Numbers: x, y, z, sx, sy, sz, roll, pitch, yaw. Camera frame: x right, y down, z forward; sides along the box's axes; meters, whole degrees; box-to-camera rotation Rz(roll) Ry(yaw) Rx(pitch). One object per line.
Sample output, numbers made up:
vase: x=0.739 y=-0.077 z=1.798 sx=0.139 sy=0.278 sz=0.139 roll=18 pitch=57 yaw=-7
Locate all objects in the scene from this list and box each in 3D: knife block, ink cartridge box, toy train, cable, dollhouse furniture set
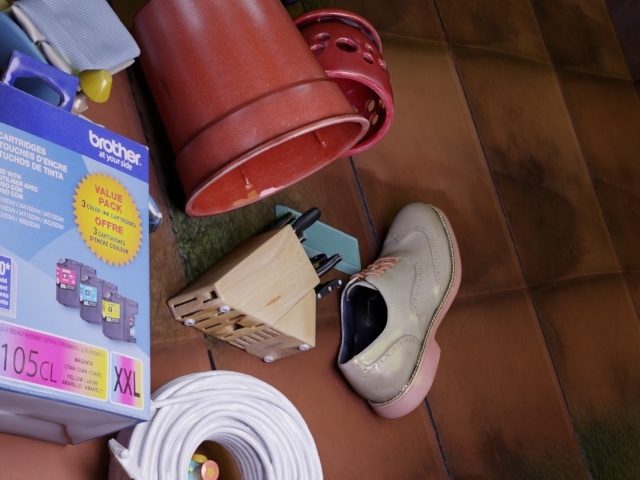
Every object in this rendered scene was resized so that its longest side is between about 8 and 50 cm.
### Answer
knife block: x=-0.080 y=0.030 z=1.868 sx=0.276 sy=0.088 sz=0.242 roll=29 pitch=49 yaw=-44
ink cartridge box: x=-0.323 y=-0.002 z=1.465 sx=0.270 sy=0.151 sz=0.395 roll=23 pitch=55 yaw=-48
toy train: x=-0.139 y=0.331 z=1.642 sx=0.166 sy=0.046 sz=0.125 roll=62 pitch=32 yaw=-9
cable: x=-0.121 y=0.281 z=1.593 sx=0.257 sy=0.089 sz=0.257 roll=-21 pitch=86 yaw=-37
dollhouse furniture set: x=-0.277 y=-0.335 z=1.656 sx=0.303 sy=0.198 sz=0.286 roll=54 pitch=34 yaw=-3

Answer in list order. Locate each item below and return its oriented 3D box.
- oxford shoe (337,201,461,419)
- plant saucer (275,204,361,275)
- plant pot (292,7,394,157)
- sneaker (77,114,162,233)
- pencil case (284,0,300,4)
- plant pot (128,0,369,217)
oxford shoe: x=0.116 y=0.073 z=2.091 sx=0.146 sy=0.140 sz=0.397 roll=42 pitch=40 yaw=-30
plant saucer: x=0.000 y=0.000 z=2.076 sx=0.192 sy=0.018 sz=0.067 roll=23 pitch=53 yaw=-47
plant pot: x=0.012 y=-0.249 z=2.089 sx=0.191 sy=0.191 sz=0.174 roll=35 pitch=38 yaw=-40
sneaker: x=-0.266 y=-0.092 z=1.682 sx=0.211 sy=0.080 sz=0.081 roll=49 pitch=38 yaw=-27
pencil case: x=-0.058 y=-0.462 z=2.226 sx=0.070 sy=0.064 sz=0.151 roll=-28 pitch=95 yaw=-33
plant pot: x=-0.113 y=-0.211 z=1.833 sx=0.272 sy=0.272 sz=0.265 roll=-12 pitch=73 yaw=-57
